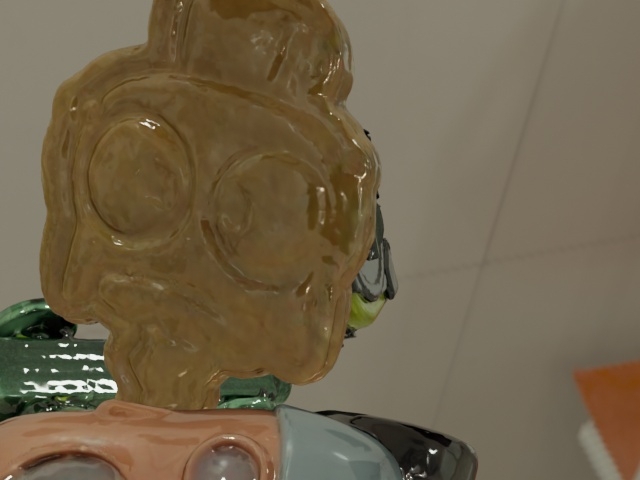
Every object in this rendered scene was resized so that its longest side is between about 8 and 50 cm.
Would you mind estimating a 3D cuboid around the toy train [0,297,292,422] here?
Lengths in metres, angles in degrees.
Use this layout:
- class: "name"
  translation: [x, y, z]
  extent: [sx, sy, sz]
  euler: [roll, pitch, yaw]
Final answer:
- class: "toy train"
  translation: [-0.257, 0.205, 1.972]
  extent: [0.442, 0.272, 0.179]
  euler: [4, 53, -33]

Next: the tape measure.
- class: "tape measure"
  translation: [0.000, 0.000, 1.397]
  extent: [0.112, 0.199, 0.186]
  euler: [-12, 11, 16]

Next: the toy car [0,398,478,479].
- class: "toy car"
  translation: [-0.062, 0.152, 0.629]
  extent: [0.212, 0.270, 0.180]
  euler: [12, 76, 5]

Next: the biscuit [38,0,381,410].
- class: "biscuit"
  translation: [-0.093, -0.026, 1.230]
  extent: [0.269, 0.376, 0.051]
  euler: [17, 13, 16]
